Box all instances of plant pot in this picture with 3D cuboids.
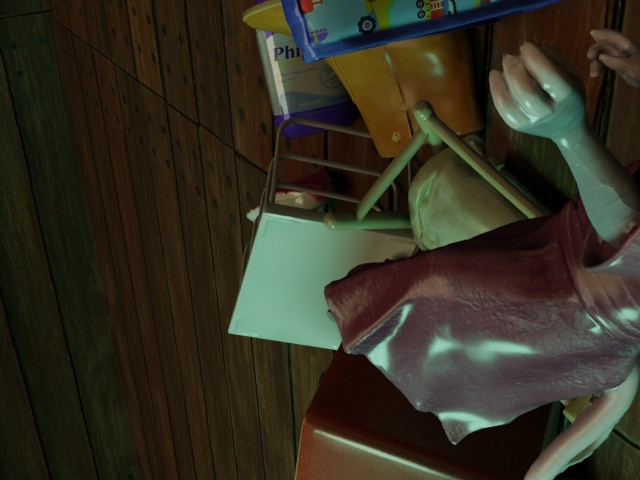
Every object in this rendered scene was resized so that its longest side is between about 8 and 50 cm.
[{"bbox_3d":[0.127,0.227,0.986,0.236,0.267,0.267,18,133,13],"label":"plant pot"}]

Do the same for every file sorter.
[{"bbox_3d":[0.000,0.000,1.143,0.277,0.193,0.173,111,166,-51],"label":"file sorter"}]

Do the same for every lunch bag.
[{"bbox_3d":[0.066,-0.289,0.751,0.138,0.293,0.221,3,109,62],"label":"lunch bag"}]

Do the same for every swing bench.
[{"bbox_3d":[0.183,0.029,0.840,0.165,0.255,0.253,-50,55,15],"label":"swing bench"}]

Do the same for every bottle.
[{"bbox_3d":[-0.029,-0.284,1.135,0.092,0.118,0.283,-123,21,-76],"label":"bottle"}]

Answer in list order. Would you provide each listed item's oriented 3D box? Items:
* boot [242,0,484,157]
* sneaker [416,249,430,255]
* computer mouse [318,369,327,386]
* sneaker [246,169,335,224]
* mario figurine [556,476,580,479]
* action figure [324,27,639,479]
[{"bbox_3d":[0.042,-0.199,1.002,0.295,0.104,0.211,1,113,39],"label":"boot"},{"bbox_3d":[0.131,0.062,1.116,0.152,0.058,0.084,143,112,-67],"label":"sneaker"},{"bbox_3d":[0.104,0.268,1.312,0.262,0.060,0.184,-25,80,52],"label":"computer mouse"},{"bbox_3d":[-0.032,-0.031,1.341,0.111,0.103,0.252,65,160,3],"label":"sneaker"},{"bbox_3d":[0.278,0.424,1.052,0.198,0.170,0.320,-84,12,-50],"label":"mario figurine"},{"bbox_3d":[0.174,0.021,0.479,0.370,0.248,0.275,-31,88,47],"label":"action figure"}]
